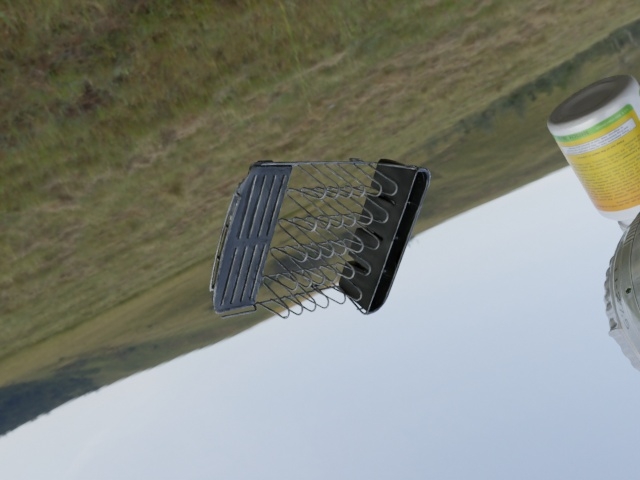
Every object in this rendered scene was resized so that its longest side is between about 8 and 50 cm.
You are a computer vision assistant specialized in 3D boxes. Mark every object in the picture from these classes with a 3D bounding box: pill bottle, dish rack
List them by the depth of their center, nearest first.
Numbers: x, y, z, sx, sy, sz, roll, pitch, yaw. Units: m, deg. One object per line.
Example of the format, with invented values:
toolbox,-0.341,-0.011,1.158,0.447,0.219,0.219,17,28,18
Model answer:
dish rack,0.000,0.000,0.729,0.074,0.208,0.272,32,-155,36
pill bottle,0.470,-0.117,0.962,0.136,0.245,0.136,-34,-164,11

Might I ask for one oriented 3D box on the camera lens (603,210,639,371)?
camera lens,0.367,0.018,0.465,0.219,0.219,0.274,-26,162,-8
